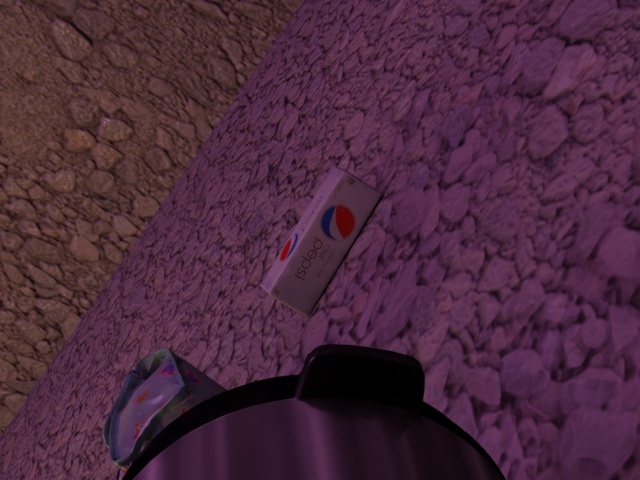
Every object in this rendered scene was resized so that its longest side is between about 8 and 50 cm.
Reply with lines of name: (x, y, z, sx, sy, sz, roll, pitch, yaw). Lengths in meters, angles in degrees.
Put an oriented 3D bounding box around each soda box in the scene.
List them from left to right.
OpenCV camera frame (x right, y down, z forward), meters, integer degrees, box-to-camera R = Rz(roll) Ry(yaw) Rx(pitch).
soda box: (0.000, 0.000, 2.073, 0.216, 0.074, 0.069, -59, 17, 1)

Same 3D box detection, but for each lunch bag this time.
lunch bag: (-0.155, 0.262, 1.796, 0.160, 0.223, 0.262, -51, 16, -1)

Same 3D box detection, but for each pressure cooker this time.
pressure cooker: (0.000, 0.311, 1.047, 0.370, 0.375, 0.420, -34, 22, 9)

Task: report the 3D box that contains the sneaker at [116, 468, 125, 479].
sneaker: (-0.255, 0.399, 2.143, 0.097, 0.084, 0.234, -30, 24, 9)
